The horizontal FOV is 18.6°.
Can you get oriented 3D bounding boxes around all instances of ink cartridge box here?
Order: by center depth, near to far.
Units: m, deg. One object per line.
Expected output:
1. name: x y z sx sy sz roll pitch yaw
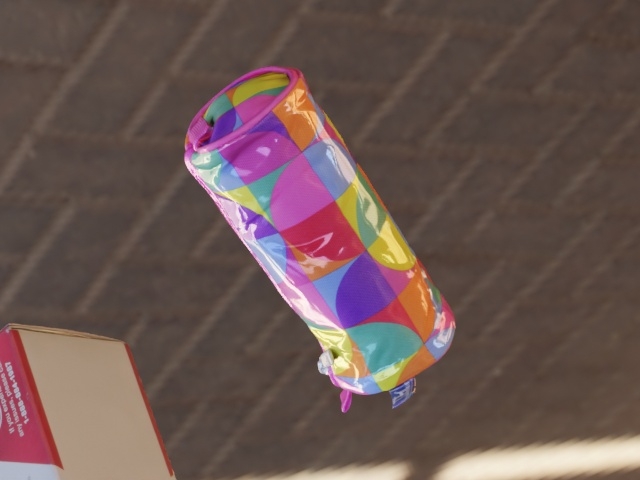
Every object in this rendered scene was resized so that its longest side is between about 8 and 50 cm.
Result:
1. ink cartridge box: -0.144 0.135 0.834 0.175 0.127 0.072 -37 151 29

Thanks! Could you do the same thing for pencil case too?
1. pencil case: 0.000 0.000 1.301 0.104 0.104 0.236 -28 112 9
